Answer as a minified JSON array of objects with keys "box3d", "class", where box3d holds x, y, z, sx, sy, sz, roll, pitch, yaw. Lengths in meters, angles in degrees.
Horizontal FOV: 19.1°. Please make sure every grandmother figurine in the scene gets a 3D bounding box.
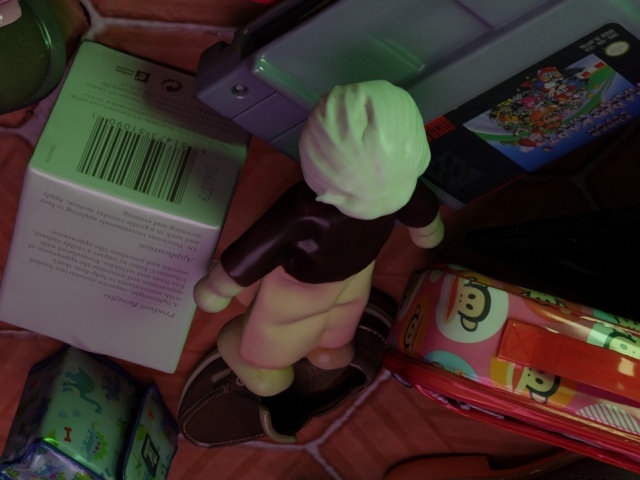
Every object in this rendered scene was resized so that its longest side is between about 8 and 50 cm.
[{"box3d":[0.000,0.000,1.403,0.104,0.208,0.342,51,151,17],"class":"grandmother figurine"}]

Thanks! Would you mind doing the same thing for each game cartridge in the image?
[{"box3d":[0.113,-0.134,1.337,0.355,0.068,0.230,-28,130,37],"class":"game cartridge"}]

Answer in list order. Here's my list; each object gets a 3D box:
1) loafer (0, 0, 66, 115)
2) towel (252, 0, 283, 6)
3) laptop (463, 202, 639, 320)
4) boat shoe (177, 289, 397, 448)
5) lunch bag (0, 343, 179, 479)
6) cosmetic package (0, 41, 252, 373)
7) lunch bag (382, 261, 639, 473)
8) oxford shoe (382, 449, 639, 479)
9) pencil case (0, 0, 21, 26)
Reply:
[{"box3d":[-0.376,-0.112,1.429,0.366,0.130,0.134,-18,100,21],"class":"loafer"},{"box3d":[0.000,-0.254,1.264,0.199,0.031,0.275,13,138,-18],"class":"towel"},{"box3d":[0.390,-0.054,1.369,0.382,0.236,0.408,22,165,-25],"class":"laptop"},{"box3d":[-0.042,0.131,1.649,0.095,0.095,0.257,35,132,-22],"class":"boat shoe"},{"box3d":[-0.199,0.186,1.718,0.151,0.129,0.096,38,131,-24],"class":"lunch bag"},{"box3d":[-0.150,-0.024,1.474,0.151,0.151,0.183,19,136,-4],"class":"cosmetic package"},{"box3d":[0.205,0.104,1.463,0.293,0.120,0.258,19,177,-6],"class":"lunch bag"},{"box3d":[0.222,0.266,1.701,0.364,0.132,0.130,-11,131,22],"class":"oxford shoe"},{"box3d":[-0.282,-0.198,1.315,0.209,0.095,0.098,10,129,49],"class":"pencil case"}]
